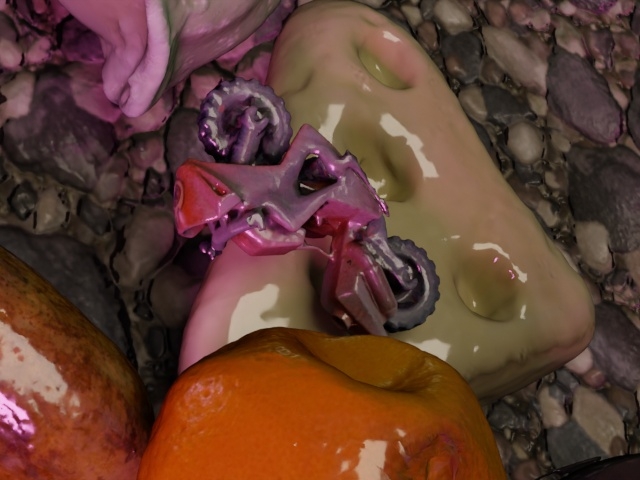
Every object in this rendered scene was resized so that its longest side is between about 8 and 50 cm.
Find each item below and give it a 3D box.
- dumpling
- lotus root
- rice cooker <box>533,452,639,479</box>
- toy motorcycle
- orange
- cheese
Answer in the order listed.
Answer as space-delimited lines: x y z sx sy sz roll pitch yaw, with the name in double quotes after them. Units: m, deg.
-0.131 -0.261 1.077 0.321 0.212 0.270 61 18 18 "dumpling"
-0.190 0.094 0.912 0.260 0.145 0.128 42 64 -8 "lotus root"
0.222 0.237 1.096 0.203 0.118 0.142 -2 71 -30 "rice cooker"
-0.016 -0.005 0.956 0.212 0.084 0.118 46 60 -8 "toy motorcycle"
0.011 0.172 0.864 0.249 0.183 0.249 -1 92 -31 "orange"
0.000 0.000 1.071 0.328 0.129 0.351 -28 80 -31 "cheese"
